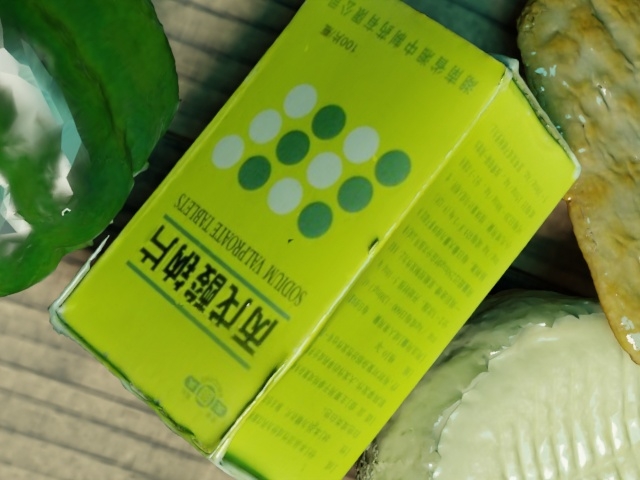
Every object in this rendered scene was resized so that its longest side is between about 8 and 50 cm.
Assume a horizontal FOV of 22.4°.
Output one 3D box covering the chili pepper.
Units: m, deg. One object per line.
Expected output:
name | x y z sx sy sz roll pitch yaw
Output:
chili pepper | -0.217 -0.140 0.749 0.213 0.167 0.385 -42 112 -6

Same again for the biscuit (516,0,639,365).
biscuit | 0.184 -0.040 0.921 0.118 0.029 0.247 -12 78 -34

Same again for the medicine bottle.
medicine bottle | 0.000 0.000 0.848 0.250 0.137 0.141 -52 150 -1

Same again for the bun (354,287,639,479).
bun | 0.122 0.153 0.943 0.259 0.152 0.259 1 87 -27
